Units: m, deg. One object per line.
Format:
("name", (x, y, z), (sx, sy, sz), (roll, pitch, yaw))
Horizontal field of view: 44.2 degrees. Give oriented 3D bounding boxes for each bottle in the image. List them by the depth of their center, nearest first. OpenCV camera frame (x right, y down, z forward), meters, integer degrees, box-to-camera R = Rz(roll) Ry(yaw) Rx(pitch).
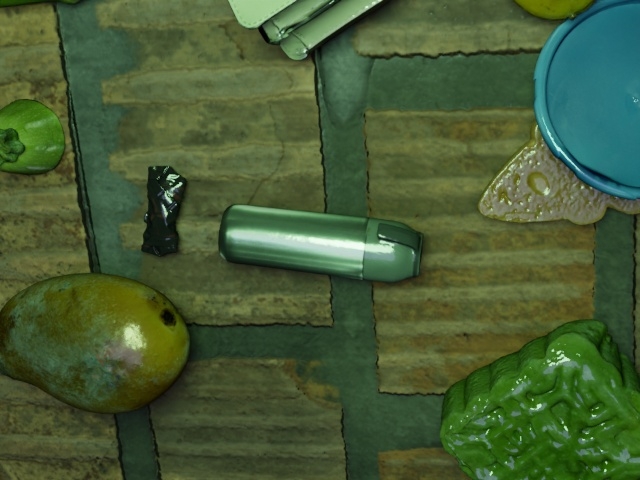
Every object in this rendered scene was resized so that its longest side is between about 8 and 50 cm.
("bottle", (0.000, 0.000, 0.987), (0.254, 0.079, 0.096), (8, 152, 8))

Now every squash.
("squash", (-0.398, -0.121, 0.997), (0.105, 0.132, 0.105), (2, 106, 7))

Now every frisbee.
("frisbee", (0.356, -0.160, 0.875), (0.242, 0.045, 0.242), (-1, 81, 5))

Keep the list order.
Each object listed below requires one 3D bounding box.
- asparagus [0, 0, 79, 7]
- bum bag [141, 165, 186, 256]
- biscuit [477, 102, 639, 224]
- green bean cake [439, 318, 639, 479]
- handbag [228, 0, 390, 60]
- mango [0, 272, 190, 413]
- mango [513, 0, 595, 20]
("asparagus", (-0.280, -0.327, 0.953), (0.278, 0.060, 0.067), (-6, 95, 11))
("bum bag", (-0.208, -0.038, 1.040), (0.058, 0.034, 0.124), (14, 108, 15))
("biscuit", (0.302, -0.088, 0.932), (0.250, 0.035, 0.162), (-24, 95, 9))
("green bean cake", (0.298, 0.230, 0.986), (0.222, 0.125, 0.248), (45, 109, -5))
("handbag", (0.041, -0.387, 0.814), (0.359, 0.160, 0.236), (-29, 76, 18))
("mango", (-0.320, 0.137, 1.063), (0.316, 0.146, 0.192), (-2, 106, 25))
("mango", (0.237, -0.311, 0.858), (0.161, 0.076, 0.103), (46, 105, 4))
